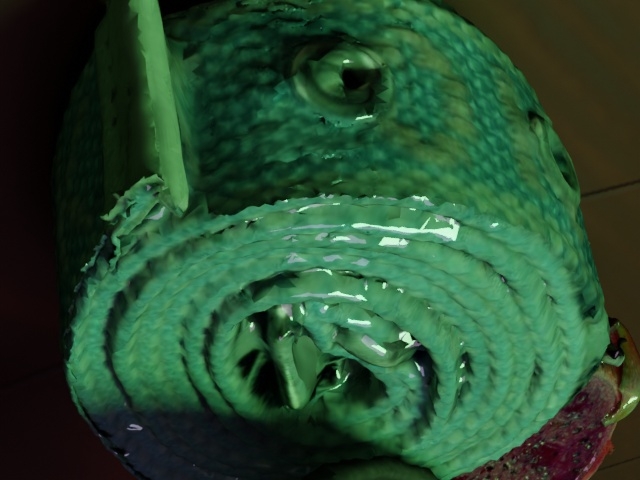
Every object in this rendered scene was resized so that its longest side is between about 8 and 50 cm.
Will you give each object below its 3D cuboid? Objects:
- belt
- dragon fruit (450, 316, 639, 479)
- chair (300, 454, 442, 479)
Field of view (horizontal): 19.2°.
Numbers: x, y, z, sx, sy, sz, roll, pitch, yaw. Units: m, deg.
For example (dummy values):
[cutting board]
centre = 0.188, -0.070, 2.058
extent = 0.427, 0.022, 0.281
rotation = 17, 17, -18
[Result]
[belt]
centre = 0.001, 0.004, 0.488
extent = 0.147, 0.082, 0.163
rotation = 0, 148, -19
[dragon fruit]
centre = 0.040, 0.057, 0.614
extent = 0.126, 0.068, 0.112
rotation = -41, 144, 5
[chair]
centre = -0.119, 0.225, 0.544
extent = 0.401, 0.227, 0.226
rotation = -23, 152, 26
